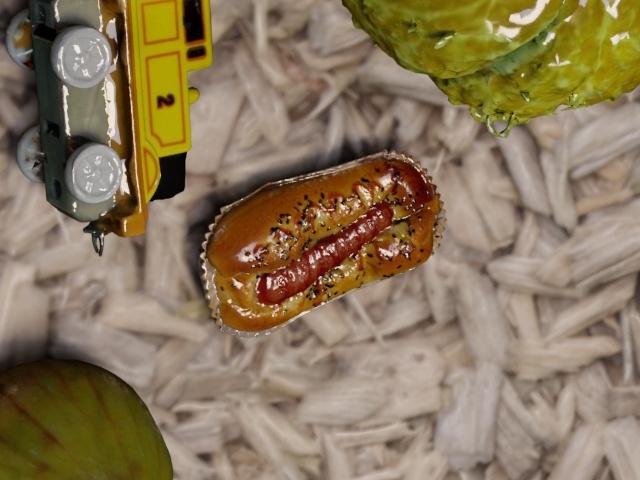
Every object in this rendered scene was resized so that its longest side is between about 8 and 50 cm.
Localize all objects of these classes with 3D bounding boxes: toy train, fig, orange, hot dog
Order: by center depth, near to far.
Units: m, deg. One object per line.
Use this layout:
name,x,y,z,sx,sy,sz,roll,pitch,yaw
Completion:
fig,-0.150,0.164,1.283,0.151,0.259,0.151,-5,101,-28
toy train,-0.134,-0.099,1.307,0.127,0.089,0.219,-13,110,-30
orange,0.149,-0.231,1.311,0.301,0.223,0.300,30,104,-30
hot dog,0.000,0.000,1.409,0.191,0.059,0.108,-24,118,-17
